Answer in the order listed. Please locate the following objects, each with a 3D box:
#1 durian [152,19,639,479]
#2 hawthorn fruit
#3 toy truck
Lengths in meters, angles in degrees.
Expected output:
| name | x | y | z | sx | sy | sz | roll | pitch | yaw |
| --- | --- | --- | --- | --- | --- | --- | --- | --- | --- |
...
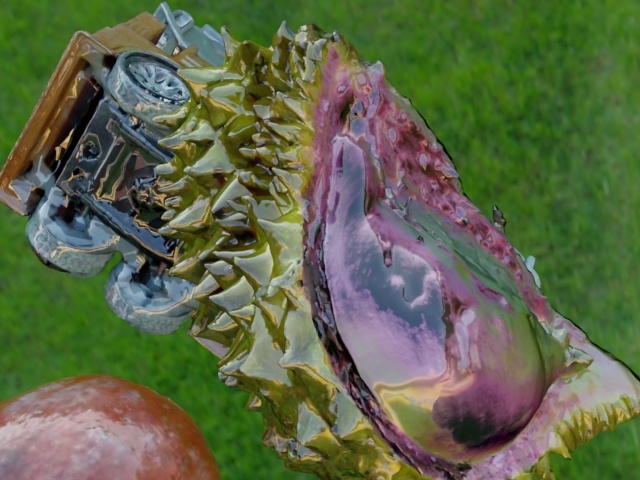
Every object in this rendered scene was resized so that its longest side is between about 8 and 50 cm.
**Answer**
| name | x | y | z | sx | sy | sz | roll | pitch | yaw |
| --- | --- | --- | --- | --- | --- | --- | --- | --- | --- |
| durian | 0.001 | 0.034 | 0.615 | 0.119 | 0.187 | 0.108 | -29 | 22 | 34 |
| hawthorn fruit | -0.223 | 0.257 | 1.795 | 0.284 | 0.284 | 0.284 | -8 | 53 | 11 |
| toy truck | 0.000 | 0.000 | 1.134 | 0.338 | 0.133 | 0.184 | 35 | 30 | 4 |
